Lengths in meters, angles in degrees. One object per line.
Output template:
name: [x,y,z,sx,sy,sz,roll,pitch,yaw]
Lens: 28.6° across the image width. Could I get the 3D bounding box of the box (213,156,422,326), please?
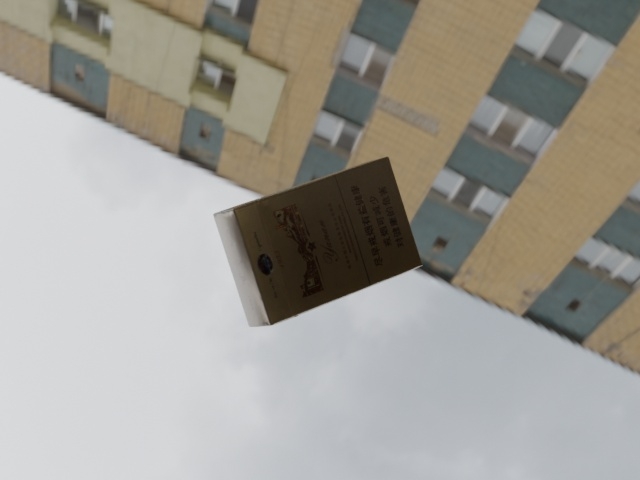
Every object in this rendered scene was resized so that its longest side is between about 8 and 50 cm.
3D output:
box: [0.000,0.000,0.549,0.083,0.024,0.053,-19,-86,-27]
